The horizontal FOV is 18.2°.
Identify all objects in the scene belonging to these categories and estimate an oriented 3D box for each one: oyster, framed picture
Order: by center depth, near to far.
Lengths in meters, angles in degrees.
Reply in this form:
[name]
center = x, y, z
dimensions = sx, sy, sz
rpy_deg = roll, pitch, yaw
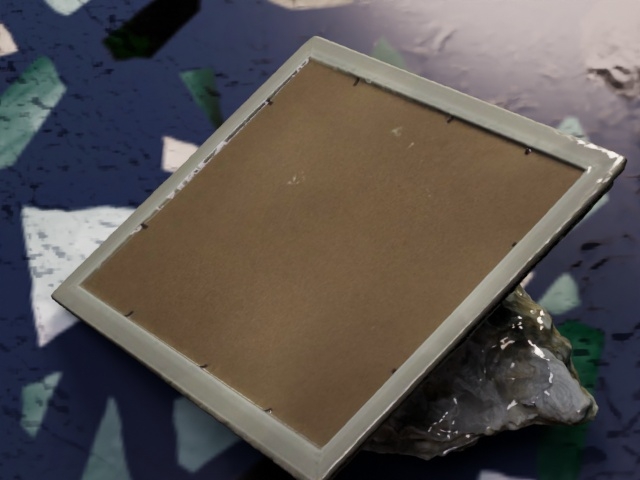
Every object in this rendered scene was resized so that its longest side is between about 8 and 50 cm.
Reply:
[oyster]
center = 0.047, 0.052, 0.984
dimensions = 0.177, 0.064, 0.125
rpy_deg = -6, 63, 14
[framed picture]
center = 0.000, 0.000, 0.995
dimensions = 0.217, 0.017, 0.274
rpy_deg = -45, 35, -10
